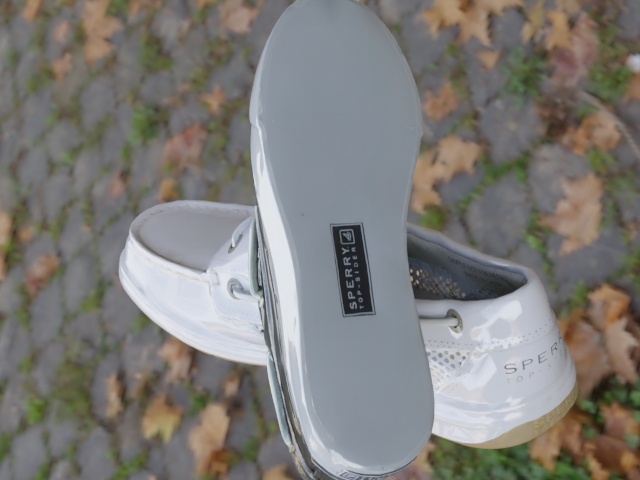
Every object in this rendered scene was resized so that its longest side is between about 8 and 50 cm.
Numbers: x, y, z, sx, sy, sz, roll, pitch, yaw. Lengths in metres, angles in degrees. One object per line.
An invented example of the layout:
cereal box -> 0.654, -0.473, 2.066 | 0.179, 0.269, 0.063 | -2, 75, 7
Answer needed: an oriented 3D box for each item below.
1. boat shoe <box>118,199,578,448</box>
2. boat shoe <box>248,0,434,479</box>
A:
boat shoe -> 0.004, 0.011, 0.771 | 0.277, 0.098, 0.096 | 16, 131, 35
boat shoe -> 0.000, 0.000, 0.679 | 0.070, 0.078, 0.219 | 141, 130, -63
